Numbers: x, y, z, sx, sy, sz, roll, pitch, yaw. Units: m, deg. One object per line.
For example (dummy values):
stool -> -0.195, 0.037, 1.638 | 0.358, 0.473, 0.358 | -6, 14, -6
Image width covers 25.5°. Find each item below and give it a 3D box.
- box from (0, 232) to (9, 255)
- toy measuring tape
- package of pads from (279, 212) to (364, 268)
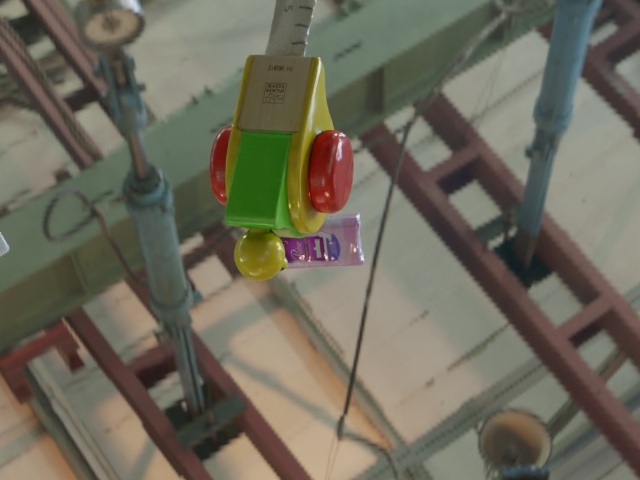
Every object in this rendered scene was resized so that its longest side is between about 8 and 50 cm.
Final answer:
box -> -0.377, -0.021, 1.106 | 0.119, 0.181, 0.182 | -5, -154, 49
toy measuring tape -> -0.020, -0.117, 1.191 | 0.121, 0.121, 0.330 | 8, -110, 6
package of pads -> 0.000, 0.000, 1.378 | 0.083, 0.050, 0.032 | -2, -151, 7
